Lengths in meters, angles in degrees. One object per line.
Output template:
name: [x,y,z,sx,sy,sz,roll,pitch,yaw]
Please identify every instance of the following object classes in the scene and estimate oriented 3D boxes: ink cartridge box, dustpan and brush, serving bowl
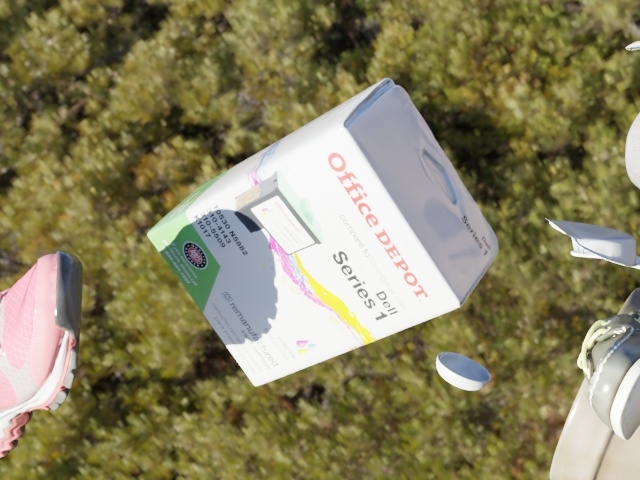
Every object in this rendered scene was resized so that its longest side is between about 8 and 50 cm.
ink cartridge box: [0.000,0.000,1.050,0.278,0.201,0.117,-26,13,38]
dustpan and brush: [0.460,0.019,1.654,0.211,0.060,0.147,7,12,-4]
serving bowl: [0.204,0.195,1.561,0.083,0.083,0.027,-122,50,-64]

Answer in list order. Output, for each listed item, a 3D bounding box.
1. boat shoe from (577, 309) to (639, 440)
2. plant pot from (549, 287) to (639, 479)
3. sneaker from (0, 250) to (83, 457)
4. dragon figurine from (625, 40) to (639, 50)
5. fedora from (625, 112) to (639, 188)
boat shoe: [0.315,0.129,1.108,0.091,0.305,0.109,30,103,23]
plant pot: [0.535,0.270,1.590,0.280,0.323,0.323,24,56,21]
sneaker: [-0.315,0.113,0.991,0.314,0.136,0.116,-47,38,42]
dragon figurine: [0.613,-0.238,1.627,0.289,0.144,0.085,2,11,5]
fedora: [0.611,-0.168,1.838,0.243,0.276,0.124,-28,44,-21]
